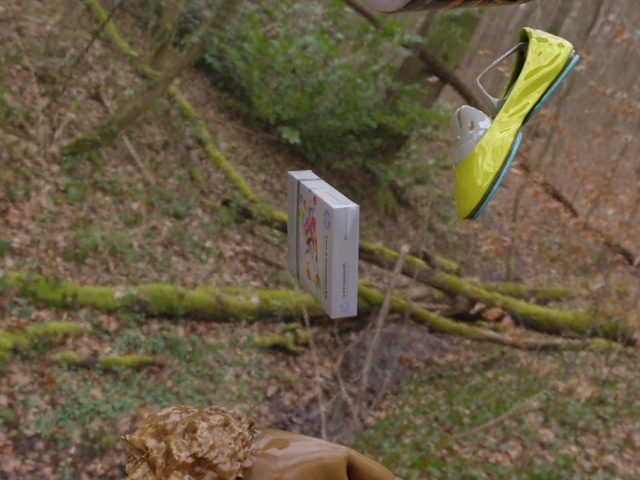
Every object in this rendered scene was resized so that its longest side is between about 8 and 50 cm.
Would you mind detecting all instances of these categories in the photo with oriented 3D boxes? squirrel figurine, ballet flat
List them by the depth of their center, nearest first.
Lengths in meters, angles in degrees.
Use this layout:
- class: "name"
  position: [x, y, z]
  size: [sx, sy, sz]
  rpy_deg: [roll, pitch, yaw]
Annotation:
- class: "ballet flat"
  position: [0.179, -0.126, 0.851]
  size: [0.077, 0.231, 0.077]
  rpy_deg: [35, -16, -2]
- class: "squirrel figurine"
  position: [-0.122, 0.411, 1.008]
  size: [0.281, 0.370, 0.397]
  rpy_deg: [-4, -31, 32]

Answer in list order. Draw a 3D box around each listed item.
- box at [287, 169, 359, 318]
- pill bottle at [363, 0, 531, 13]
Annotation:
- class: "box"
  position: [0.000, 0.000, 1.082]
  size: [0.038, 0.145, 0.186]
  rpy_deg: [-6, 20, -19]
- class: "pill bottle"
  position: [0.152, -0.290, 0.799]
  size: [0.246, 0.130, 0.130]
  rpy_deg: [-14, 33, -33]
